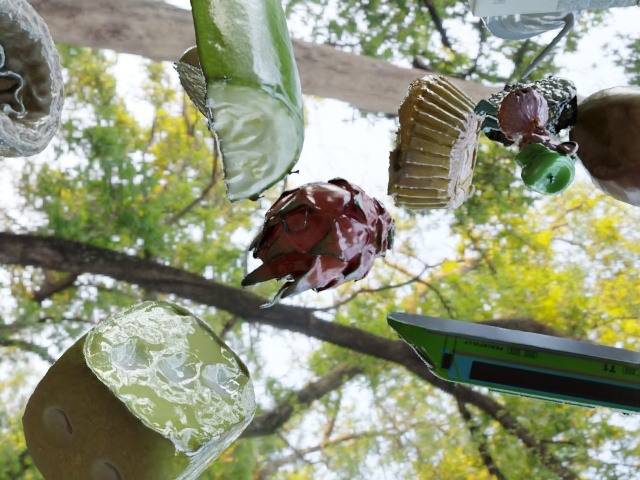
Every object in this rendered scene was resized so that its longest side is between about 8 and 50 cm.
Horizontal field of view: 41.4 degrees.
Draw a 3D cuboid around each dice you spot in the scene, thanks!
[{"bbox_3d":[-0.253,0.245,1.199,0.233,0.238,0.227,46,-58,9],"label":"dice"}]

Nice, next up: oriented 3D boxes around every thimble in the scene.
[{"bbox_3d":[-0.420,-0.197,1.006,0.148,0.229,0.195,-3,-98,15],"label":"thimble"}]

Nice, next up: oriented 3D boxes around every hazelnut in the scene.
[{"bbox_3d":[0.511,-0.157,1.364,0.210,0.210,0.186,48,-44,38],"label":"hazelnut"}]

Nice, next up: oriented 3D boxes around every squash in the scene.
[{"bbox_3d":[-0.087,-0.218,0.970,0.203,0.111,0.288,84,-7,-51],"label":"squash"}]

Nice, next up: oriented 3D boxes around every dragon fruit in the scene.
[{"bbox_3d":[-0.008,0.000,1.369,0.192,0.274,0.193,-130,-157,-70],"label":"dragon fruit"}]

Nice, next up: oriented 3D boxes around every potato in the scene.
[{"bbox_3d":[-0.185,-0.297,1.514,0.098,0.138,0.243,-52,-161,-13],"label":"potato"}]

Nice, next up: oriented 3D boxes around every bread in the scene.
[{"bbox_3d":[0.226,-0.187,1.655,0.149,0.274,0.274,14,-76,21],"label":"bread"}]

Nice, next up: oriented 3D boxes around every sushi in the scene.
[{"bbox_3d":[0.332,-0.200,1.330,0.090,0.150,0.078,-121,-163,-49],"label":"sushi"}]

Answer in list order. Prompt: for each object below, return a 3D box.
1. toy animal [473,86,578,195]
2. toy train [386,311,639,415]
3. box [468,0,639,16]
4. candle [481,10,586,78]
[{"bbox_3d":[0.273,-0.133,1.093,0.100,0.103,0.208,-55,-153,18],"label":"toy animal"},{"bbox_3d":[0.146,0.089,0.589,0.044,0.209,0.042,-66,165,-83],"label":"toy train"},{"bbox_3d":[0.288,-0.320,0.877,0.164,0.257,0.069,84,2,-58],"label":"box"},{"bbox_3d":[0.298,-0.433,1.241,0.221,0.221,0.342,-49,-124,41],"label":"candle"}]
